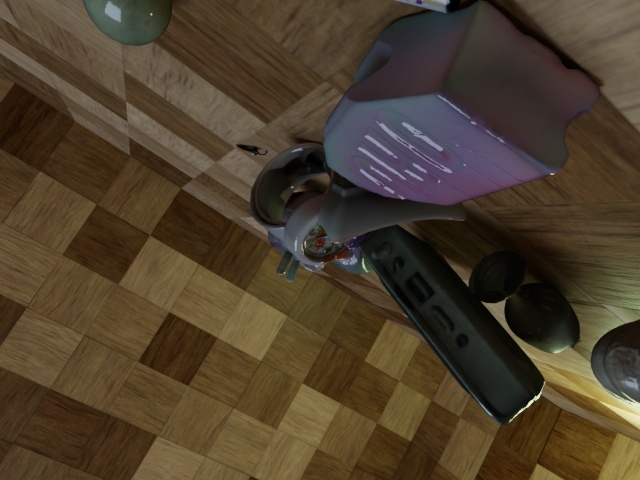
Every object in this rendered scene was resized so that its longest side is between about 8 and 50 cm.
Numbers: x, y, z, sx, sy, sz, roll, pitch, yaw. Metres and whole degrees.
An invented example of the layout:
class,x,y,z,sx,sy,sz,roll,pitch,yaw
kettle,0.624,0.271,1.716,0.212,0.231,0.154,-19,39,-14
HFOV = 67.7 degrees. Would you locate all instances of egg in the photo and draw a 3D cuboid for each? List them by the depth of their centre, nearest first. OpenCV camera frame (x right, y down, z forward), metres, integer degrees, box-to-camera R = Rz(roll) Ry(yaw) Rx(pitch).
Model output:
class,x,y,z,sx,sy,sz,roll,pitch,yaw
egg,-0.261,-0.328,0.652,0.114,0.114,0.152,32,176,-8

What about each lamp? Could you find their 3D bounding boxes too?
class,x,y,z,sx,sy,sz,roll,pitch,yaw
lamp,0.000,0.000,1.211,0.301,0.247,0.247,17,168,28

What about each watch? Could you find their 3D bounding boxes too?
class,x,y,z,sx,sy,sz,roll,pitch,yaw
watch,0.002,-0.080,0.952,0.231,0.244,0.196,51,-176,41

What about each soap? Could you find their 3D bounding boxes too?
class,x,y,z,sx,sy,sz,roll,pitch,yaw
soap,0.114,-0.131,0.551,0.193,0.109,0.324,33,171,-9

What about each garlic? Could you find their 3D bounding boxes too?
class,x,y,z,sx,sy,sz,roll,pitch,yaw
garlic,0.574,0.210,0.785,0.227,0.152,0.228,23,164,7

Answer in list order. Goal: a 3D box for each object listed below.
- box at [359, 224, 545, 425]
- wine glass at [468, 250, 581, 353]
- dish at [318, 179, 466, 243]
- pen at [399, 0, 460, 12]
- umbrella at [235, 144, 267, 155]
class,x,y,z,sx,sy,sz,roll,pitch,yaw
box,0.271,0.154,0.955,0.396,0.111,0.396,53,-166,25
wine glass,0.410,0.128,0.947,0.241,0.126,0.126,38,168,-28
dish,0.103,-0.064,0.752,0.212,0.077,0.151,-10,-165,-6
pen,0.005,-0.258,0.449,0.269,0.033,0.033,26,170,22
umbrella,-0.183,-0.230,1.214,0.148,0.022,0.022,21,140,45
